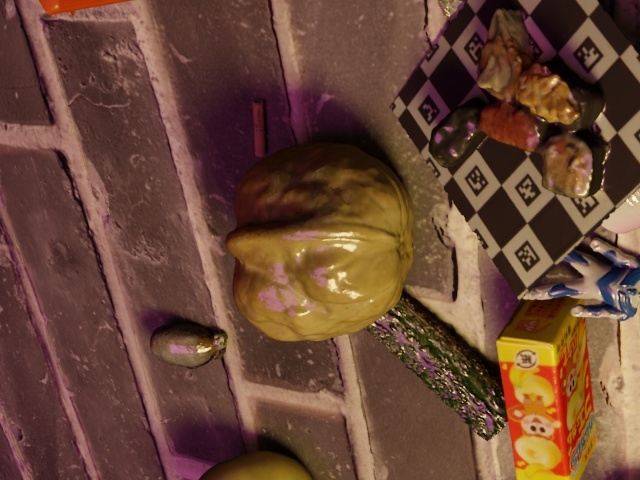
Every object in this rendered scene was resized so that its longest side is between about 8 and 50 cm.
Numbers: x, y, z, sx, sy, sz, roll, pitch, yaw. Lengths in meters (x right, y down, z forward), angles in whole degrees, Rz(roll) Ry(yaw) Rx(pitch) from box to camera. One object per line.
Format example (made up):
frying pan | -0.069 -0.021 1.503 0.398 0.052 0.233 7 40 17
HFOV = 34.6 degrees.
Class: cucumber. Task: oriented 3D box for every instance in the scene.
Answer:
cucumber | 0.159 0.166 1.625 0.359 0.096 0.096 41 133 8

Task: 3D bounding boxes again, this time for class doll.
doll | 0.399 0.059 1.409 0.227 0.057 0.113 14 93 16

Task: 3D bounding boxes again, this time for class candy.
candy | 0.337 0.223 1.509 0.088 0.146 0.276 5 120 30

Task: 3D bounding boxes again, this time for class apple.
apple | -0.121 0.517 1.936 0.262 0.262 0.262 17 127 24

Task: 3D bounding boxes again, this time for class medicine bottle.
medicine bottle | 0.436 -0.113 1.217 0.254 0.152 0.152 -31 100 44

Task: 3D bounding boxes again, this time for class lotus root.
lotus root | -0.247 0.197 1.919 0.165 0.088 0.088 3 121 21

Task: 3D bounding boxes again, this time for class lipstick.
lipstick | -0.096 -0.176 1.612 0.019 0.019 0.094 16 127 24

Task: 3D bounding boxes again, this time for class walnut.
walnut | 0.000 0.002 1.503 0.277 0.253 0.281 -4 110 28

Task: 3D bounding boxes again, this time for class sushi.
sushi | 0.233 -0.149 1.281 0.343 0.064 0.359 60 140 20

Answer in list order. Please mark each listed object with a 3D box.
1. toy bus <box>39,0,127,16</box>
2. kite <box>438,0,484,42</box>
toy bus | -0.318 -0.413 1.512 0.329 0.153 0.143 1 121 33
kite | 0.269 -0.254 1.327 0.268 0.013 0.322 28 133 16
